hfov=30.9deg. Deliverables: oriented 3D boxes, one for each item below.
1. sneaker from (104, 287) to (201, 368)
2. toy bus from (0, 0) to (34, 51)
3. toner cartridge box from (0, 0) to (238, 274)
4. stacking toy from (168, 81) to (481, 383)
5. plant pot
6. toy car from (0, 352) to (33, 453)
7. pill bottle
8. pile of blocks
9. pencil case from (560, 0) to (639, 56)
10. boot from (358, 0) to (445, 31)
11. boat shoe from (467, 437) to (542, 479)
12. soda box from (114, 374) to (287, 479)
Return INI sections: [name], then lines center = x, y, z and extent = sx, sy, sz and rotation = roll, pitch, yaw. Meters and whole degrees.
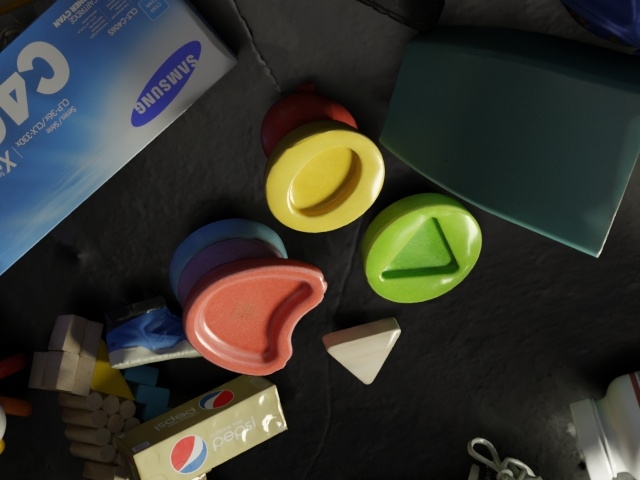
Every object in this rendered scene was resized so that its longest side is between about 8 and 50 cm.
[sneaker]
center = -0.166, 0.090, 1.296
extent = 0.152, 0.058, 0.084
rotation = -8, 78, -16
[toy bus]
center = -0.338, -0.302, 1.128
extent = 0.202, 0.191, 0.104
rotation = -50, 58, 20
[toner cartridge box]
center = -0.265, -0.129, 1.170
extent = 0.348, 0.075, 0.165
rotation = -41, 104, 5
[stacking toy]
center = 0.000, 0.000, 1.247
extent = 0.280, 0.130, 0.309
rotation = 21, 118, -32
[plant pot]
center = 0.188, -0.118, 1.128
extent = 0.234, 0.165, 0.165
rotation = 18, 112, 7
[toy car]
center = -0.406, 0.155, 1.312
extent = 0.182, 0.159, 0.136
rotation = 44, 74, -12
[pill bottle]
center = 0.387, 0.193, 1.253
extent = 0.216, 0.121, 0.121
rotation = -17, 109, 11
[pile of blocks]
center = -0.225, 0.243, 1.353
extent = 0.113, 0.149, 0.362
rotation = -6, 107, 54
[pencil case]
center = 0.354, -0.306, 1.056
extent = 0.133, 0.119, 0.306
rotation = 42, 112, 11
[boot]
center = 0.014, -0.364, 1.086
extent = 0.338, 0.118, 0.222
rotation = 24, 105, -12
[boat shoe]
center = 0.200, 0.304, 1.320
extent = 0.367, 0.136, 0.156
rotation = -10, 108, 19
[soda box]
center = -0.131, 0.215, 1.293
extent = 0.181, 0.058, 0.061
rotation = -24, 113, -24
